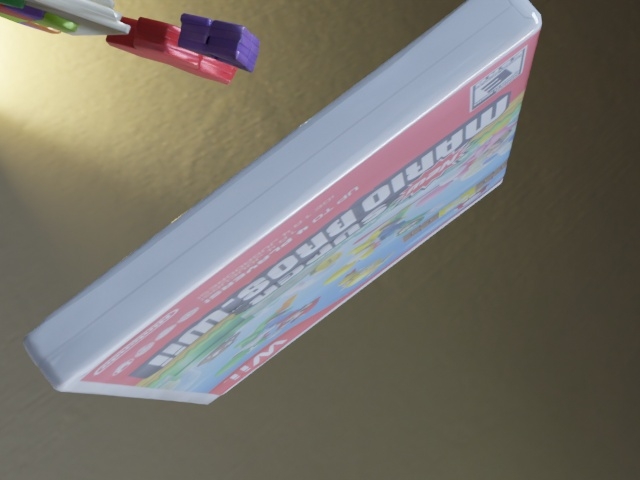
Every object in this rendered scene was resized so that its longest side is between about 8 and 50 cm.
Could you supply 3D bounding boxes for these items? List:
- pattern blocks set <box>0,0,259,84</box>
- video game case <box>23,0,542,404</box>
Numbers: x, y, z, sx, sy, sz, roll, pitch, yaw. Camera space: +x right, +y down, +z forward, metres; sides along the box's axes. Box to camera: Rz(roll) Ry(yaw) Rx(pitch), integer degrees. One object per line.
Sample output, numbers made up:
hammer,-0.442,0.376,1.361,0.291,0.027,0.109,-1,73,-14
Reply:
pattern blocks set,-0.188,-0.138,0.659,0.324,0.285,0.026,18,-89,-8
video game case,0.000,0.000,0.572,0.204,0.285,0.025,-37,-99,-1
